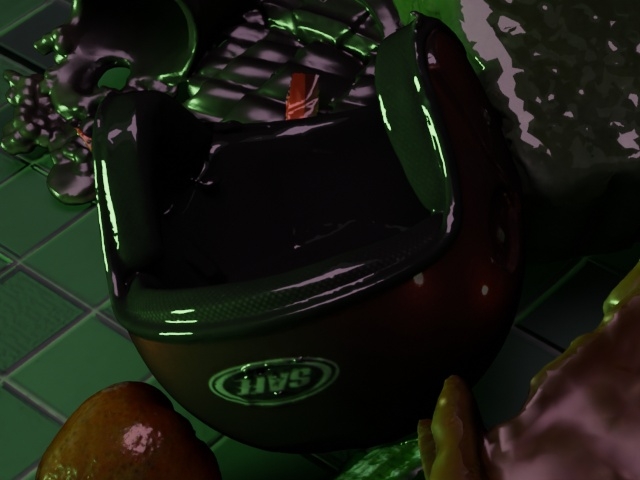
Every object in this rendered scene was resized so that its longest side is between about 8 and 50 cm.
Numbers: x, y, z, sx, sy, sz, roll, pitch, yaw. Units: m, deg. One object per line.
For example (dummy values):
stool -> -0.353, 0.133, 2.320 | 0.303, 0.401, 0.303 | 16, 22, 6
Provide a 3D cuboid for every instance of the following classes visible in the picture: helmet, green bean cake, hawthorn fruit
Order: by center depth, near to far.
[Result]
hawthorn fruit -> -0.095, 0.116, 0.896 | 0.093, 0.081, 0.081 | -39, 48, -10
helmet -> 0.000, 0.000, 0.906 | 0.189, 0.193, 0.216 | -11, 29, 20
green bean cake -> 0.161, -0.116, 1.020 | 0.222, 0.125, 0.227 | -13, 70, -9

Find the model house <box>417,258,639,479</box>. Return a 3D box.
model house -> 0.136, 0.148, 0.718 | 0.229, 0.199, 0.219 | -34, 50, -25

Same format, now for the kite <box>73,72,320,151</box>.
kite -> -0.024, -0.012, 1.026 | 0.232, 0.009, 0.189 | 9, 62, 0

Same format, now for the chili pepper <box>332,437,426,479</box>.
chili pepper -> -0.020, 0.149, 0.846 | 0.224, 0.061, 0.098 | -27, 1, -19

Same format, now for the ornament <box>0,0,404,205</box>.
ornament -> -0.044, -0.109, 1.127 | 0.251, 0.106, 0.260 | 28, 65, 21
